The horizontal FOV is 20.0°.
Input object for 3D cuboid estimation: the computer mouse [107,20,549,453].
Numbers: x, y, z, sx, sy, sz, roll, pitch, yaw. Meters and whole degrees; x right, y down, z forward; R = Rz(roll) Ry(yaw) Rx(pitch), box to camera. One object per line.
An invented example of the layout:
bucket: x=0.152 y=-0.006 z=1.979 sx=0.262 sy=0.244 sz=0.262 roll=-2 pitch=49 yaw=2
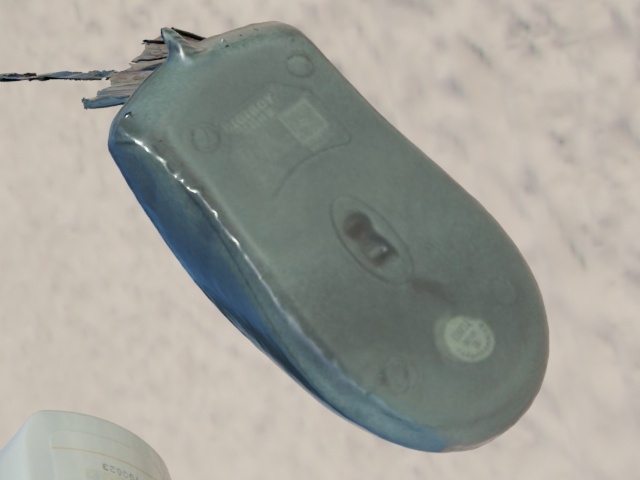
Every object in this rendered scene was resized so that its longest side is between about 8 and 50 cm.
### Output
computer mouse: x=0.000 y=0.000 z=1.284 sx=0.371 sy=0.188 sz=0.122 roll=50 pitch=151 yaw=7

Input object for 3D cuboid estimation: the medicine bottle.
medicine bottle: x=-0.190 y=0.303 z=1.574 sx=0.124 sy=0.179 sz=0.324 roll=-48 pitch=36 yaw=20

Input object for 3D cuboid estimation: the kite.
kite: x=-0.159 y=-0.150 z=1.619 sx=0.335 sy=0.314 sz=0.011 roll=156 pitch=111 yaw=-70
